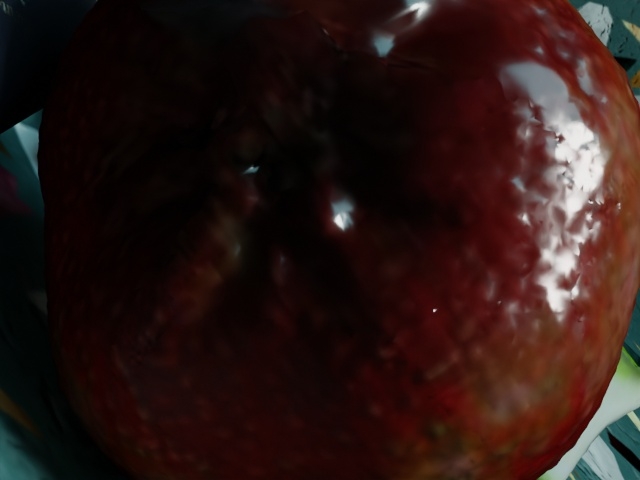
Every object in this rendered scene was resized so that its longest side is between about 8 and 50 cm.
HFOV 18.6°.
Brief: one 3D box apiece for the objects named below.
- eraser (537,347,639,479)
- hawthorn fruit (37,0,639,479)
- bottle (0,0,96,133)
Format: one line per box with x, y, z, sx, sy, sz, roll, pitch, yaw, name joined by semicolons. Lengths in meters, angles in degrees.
0.046;-0.015;1.082;0.210;0.092;0.274;39;13;-42;eraser
0.000;0.000;0.718;0.266;0.210;0.230;106;-32;-75;hawthorn fruit
-0.134;-0.059;0.659;0.082;0.072;0.244;12;14;6;bottle
